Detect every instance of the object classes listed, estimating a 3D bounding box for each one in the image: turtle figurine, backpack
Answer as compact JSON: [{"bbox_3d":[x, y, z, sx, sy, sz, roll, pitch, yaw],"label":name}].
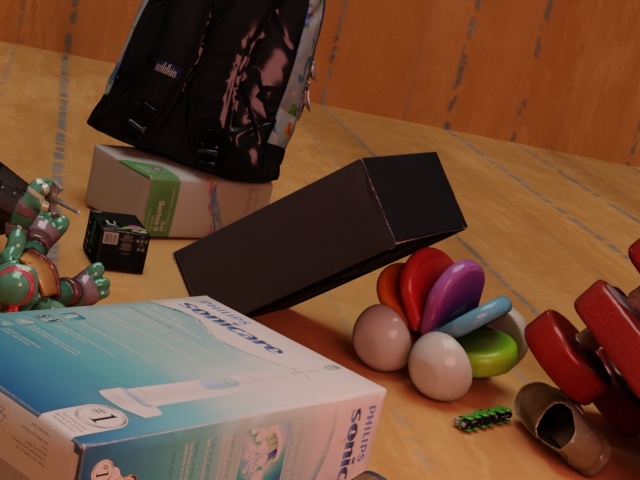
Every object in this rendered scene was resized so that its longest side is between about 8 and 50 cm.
[{"bbox_3d":[-0.267,0.029,1.214,0.118,0.175,0.234,-18,6,-2],"label":"turtle figurine"},{"bbox_3d":[-0.128,-0.288,1.769,0.290,0.355,0.273,17,12,13],"label":"backpack"}]

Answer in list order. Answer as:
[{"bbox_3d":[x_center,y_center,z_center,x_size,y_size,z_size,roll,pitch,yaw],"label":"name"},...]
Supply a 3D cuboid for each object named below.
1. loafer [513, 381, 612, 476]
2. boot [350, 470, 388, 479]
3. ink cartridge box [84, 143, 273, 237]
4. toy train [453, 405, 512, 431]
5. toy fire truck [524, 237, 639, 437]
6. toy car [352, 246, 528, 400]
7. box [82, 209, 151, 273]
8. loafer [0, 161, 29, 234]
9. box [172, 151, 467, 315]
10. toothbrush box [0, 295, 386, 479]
[{"bbox_3d":[0.234,0.177,1.239,0.050,0.056,0.148,40,0,-29],"label":"loafer"},{"bbox_3d":[0.056,0.248,0.833,0.106,0.082,0.219,-23,37,-31],"label":"boot"},{"bbox_3d":[-0.197,-0.067,1.756,0.212,0.093,0.154,-1,20,-41],"label":"ink cartridge box"},{"bbox_3d":[0.165,0.180,1.268,0.024,0.017,0.083,12,10,42],"label":"toy train"},{"bbox_3d":[0.358,0.154,1.229,0.302,0.169,0.254,33,22,-48],"label":"toy fire truck"},{"bbox_3d":[0.134,0.078,1.349,0.182,0.136,0.159,25,32,38],"label":"toy car"},{"bbox_3d":[-0.249,0.001,1.520,0.062,0.052,0.083,8,14,-23],"label":"box"},{"bbox_3d":[-0.421,-0.051,1.411,0.134,0.130,0.366,42,-10,-24],"label":"loafer"},{"bbox_3d":[0.000,0.000,1.367,0.261,0.103,0.184,-25,-4,29],"label":"box"},{"bbox_3d":[-0.131,0.139,0.924,0.216,0.126,0.296,23,18,38],"label":"toothbrush box"}]
